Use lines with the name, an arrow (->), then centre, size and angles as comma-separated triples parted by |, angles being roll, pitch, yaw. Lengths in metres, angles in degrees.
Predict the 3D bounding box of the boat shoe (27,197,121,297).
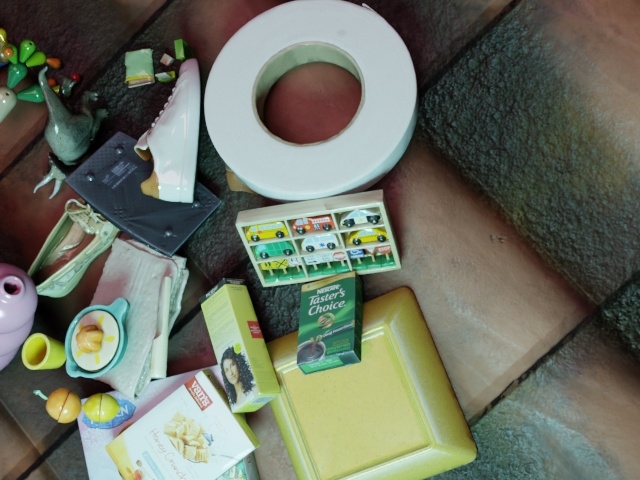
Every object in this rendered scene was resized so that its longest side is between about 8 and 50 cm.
boat shoe -> -0.474, -0.008, 1.710 | 0.104, 0.089, 0.285 | 34, 94, 15

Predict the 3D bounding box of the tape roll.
tape roll -> -0.016, -0.255, 1.576 | 0.392, 0.072, 0.392 | -3, 73, 9

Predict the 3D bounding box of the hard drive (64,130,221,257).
hard drive -> -0.337, -0.084, 1.657 | 0.254, 0.054, 0.172 | 34, 60, 10

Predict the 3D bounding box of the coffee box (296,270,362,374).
coffee box -> 0.017, 0.144, 1.540 | 0.113, 0.040, 0.184 | -15, 43, 20

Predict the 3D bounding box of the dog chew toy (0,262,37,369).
dog chew toy -> -0.638, 0.141, 1.636 | 0.332, 0.206, 0.207 | -32, 77, 45

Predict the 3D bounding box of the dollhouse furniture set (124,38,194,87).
dollhouse furniture set -> -0.328, -0.352, 1.712 | 0.151, 0.058, 0.076 | -8, 84, 14

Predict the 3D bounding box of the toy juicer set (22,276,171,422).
toy juicer set -> -0.397, 0.216, 1.579 | 0.329, 0.089, 0.209 | -27, 65, 17

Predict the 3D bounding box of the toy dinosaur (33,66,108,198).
toy dinosaur -> -0.480, -0.212, 1.669 | 0.121, 0.313, 0.160 | 9, 64, -11

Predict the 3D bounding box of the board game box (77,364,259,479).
board game box -> -0.284, 0.420, 1.643 | 0.318, 0.066, 0.318 | -16, 82, 13

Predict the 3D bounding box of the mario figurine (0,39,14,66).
mario figurine -> -0.784, -0.328, 1.767 | 0.320, 0.170, 0.198 | -39, 51, 3

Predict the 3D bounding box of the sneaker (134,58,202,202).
sneaker -> -0.285, -0.216, 1.634 | 0.123, 0.106, 0.290 | 4, 70, -3

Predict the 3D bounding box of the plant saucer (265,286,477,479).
plant saucer -> 0.064, 0.293, 1.555 | 0.332, 0.081, 0.333 | -24, 81, 13

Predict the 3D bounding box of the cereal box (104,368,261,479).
cereal box -> -0.251, 0.372, 1.577 | 0.240, 0.047, 0.173 | -40, 78, 8

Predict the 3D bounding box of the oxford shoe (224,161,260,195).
oxford shoe -> -0.074, -0.116, 1.635 | 0.212, 0.076, 0.076 | 5, 117, 13

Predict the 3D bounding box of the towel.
towel -> -0.365, 0.141, 1.664 | 0.187, 0.049, 0.282 | 18, 84, 30

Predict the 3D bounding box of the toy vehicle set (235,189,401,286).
toy vehicle set -> 0.000, 0.000, 1.556 | 0.267, 0.166, 0.035 | -8, 43, 14

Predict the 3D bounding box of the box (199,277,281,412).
box -> -0.148, 0.189, 1.584 | 0.087, 0.058, 0.232 | -40, 58, 34

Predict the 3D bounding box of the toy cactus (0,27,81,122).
toy cactus -> -0.608, -0.314, 1.734 | 0.180, 0.219, 0.112 | -57, 38, 14
